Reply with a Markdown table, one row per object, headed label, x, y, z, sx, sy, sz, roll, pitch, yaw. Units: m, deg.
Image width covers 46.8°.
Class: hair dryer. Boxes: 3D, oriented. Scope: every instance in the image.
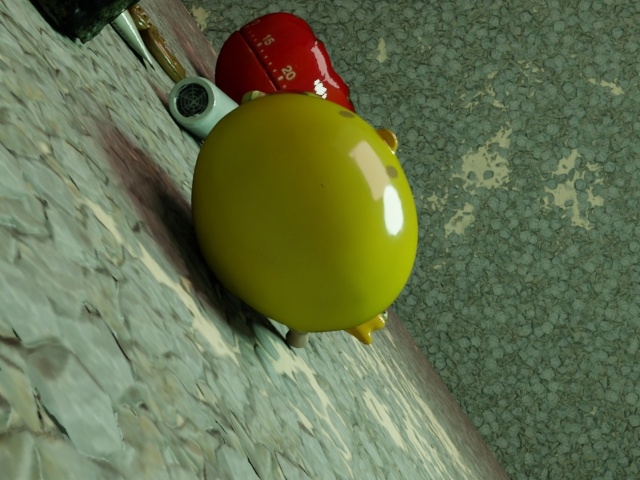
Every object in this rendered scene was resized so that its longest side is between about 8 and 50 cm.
| label | x | y | z | sx | sy | sz | roll | pitch | yaw |
| --- | --- | --- | --- | --- | --- | --- | --- | --- | --- |
| hair dryer | -0.085 | -0.132 | 0.994 | 0.236 | 0.073 | 0.131 | 32 | 1 | 9 |

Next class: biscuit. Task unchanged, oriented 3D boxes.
| label | x | y | z | sx | sy | sz | roll | pitch | yaw |
| --- | --- | --- | --- | --- | --- | --- | --- | --- | --- |
| biscuit | -0.273 | -0.331 | 1.216 | 0.175 | 0.026 | 0.124 | 55 | 3 | -7 |

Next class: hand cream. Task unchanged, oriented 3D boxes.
| label | x | y | z | sx | sy | sz | roll | pitch | yaw |
| --- | --- | --- | --- | --- | --- | --- | --- | --- | --- |
| hand cream | -0.284 | -0.326 | 0.964 | 0.080 | 0.050 | 0.234 | 54 | -4 | 46 |

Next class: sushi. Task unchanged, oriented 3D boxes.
| label | x | y | z | sx | sy | sz | roll | pitch | yaw |
| --- | --- | --- | --- | --- | --- | --- | --- | --- | --- |
| sushi | -0.221 | -0.284 | 0.728 | 0.124 | 0.127 | 0.225 | 54 | 6 | -22 |

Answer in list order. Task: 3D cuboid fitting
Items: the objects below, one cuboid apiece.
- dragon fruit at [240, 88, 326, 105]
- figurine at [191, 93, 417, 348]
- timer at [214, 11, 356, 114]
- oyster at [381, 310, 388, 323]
| label | x | y | z | sx | sy | sz | roll | pitch | yaw |
| --- | --- | --- | --- | --- | --- | --- | --- | --- | --- |
| dragon fruit | -0.051 | -0.186 | 1.455 | 0.227 | 0.224 | 0.224 | 61 | 6 | 36 |
| figurine | 0.000 | 0.000 | 0.707 | 0.215 | 0.187 | 0.343 | 47 | -5 | 20 |
| timer | -0.087 | -0.353 | 1.795 | 0.378 | 0.279 | 0.378 | 56 | 2 | -3 |
| oyster | 0.112 | 0.139 | 1.737 | 0.148 | 0.051 | 0.103 | 53 | 5 | -30 |
